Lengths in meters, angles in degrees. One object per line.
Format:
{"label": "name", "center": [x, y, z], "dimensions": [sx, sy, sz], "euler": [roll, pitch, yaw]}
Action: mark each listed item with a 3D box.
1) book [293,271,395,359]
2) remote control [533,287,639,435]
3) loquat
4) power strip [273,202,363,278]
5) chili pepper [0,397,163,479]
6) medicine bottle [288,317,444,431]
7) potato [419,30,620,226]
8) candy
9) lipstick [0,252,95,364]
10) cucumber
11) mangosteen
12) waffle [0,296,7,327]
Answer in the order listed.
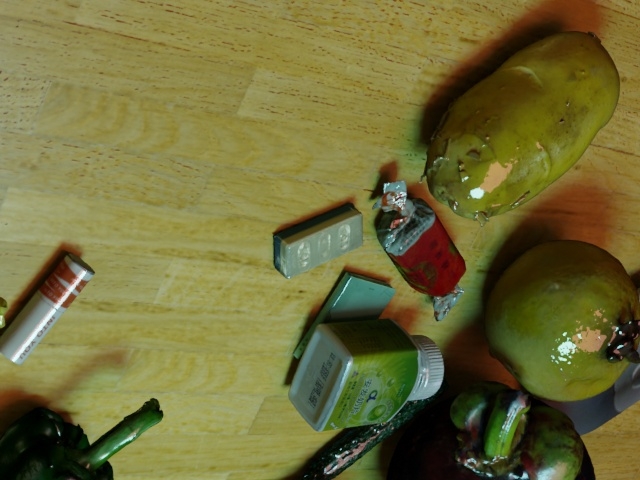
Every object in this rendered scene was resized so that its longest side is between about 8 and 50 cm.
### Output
{"label": "book", "center": [0.034, 0.107, 1.987], "dimensions": [0.103, 0.017, 0.135], "euler": [16, 111, -47]}
{"label": "remote control", "center": [0.468, 0.188, 2.372], "dimensions": [0.332, 0.103, 0.221], "euler": [-28, 133, -20]}
{"label": "loquat", "center": [0.347, 0.114, 2.103], "dimensions": [0.244, 0.244, 0.244], "euler": [-23, 133, -27]}
{"label": "power strip", "center": [0.000, 0.000, 1.863], "dimensions": [0.123, 0.032, 0.056], "euler": [-24, 135, -27]}
{"label": "chili pepper", "center": [-0.294, 0.270, 1.716], "dimensions": [0.165, 0.174, 0.261], "euler": [39, 93, -25]}
{"label": "medicine bottle", "center": [0.067, 0.174, 1.988], "dimensions": [0.188, 0.088, 0.132], "euler": [-3, 125, -39]}
{"label": "potato", "center": [0.254, -0.140, 1.899], "dimensions": [0.300, 0.140, 0.173], "euler": [-41, 132, -18]}
{"label": "candy", "center": [0.133, 0.015, 1.973], "dimensions": [0.086, 0.059, 0.292], "euler": [-45, 141, -6]}
{"label": "lipstick", "center": [-0.303, 0.075, 1.646], "dimensions": [0.130, 0.038, 0.038], "euler": [-51, 140, 3]}
{"label": "cucumber", "center": [0.075, 0.267, 2.129], "dimensions": [0.257, 0.043, 0.044], "euler": [-37, 140, -13]}
{"label": "mangosteen", "center": [0.249, 0.348, 2.124], "dimensions": [0.306, 0.306, 0.359], "euler": [-32, 162, -19]}
{"label": "waffle", "center": [-0.472, 0.097, 1.499], "dimensions": [0.312, 0.060, 0.307], "euler": [-46, 138, -4]}
